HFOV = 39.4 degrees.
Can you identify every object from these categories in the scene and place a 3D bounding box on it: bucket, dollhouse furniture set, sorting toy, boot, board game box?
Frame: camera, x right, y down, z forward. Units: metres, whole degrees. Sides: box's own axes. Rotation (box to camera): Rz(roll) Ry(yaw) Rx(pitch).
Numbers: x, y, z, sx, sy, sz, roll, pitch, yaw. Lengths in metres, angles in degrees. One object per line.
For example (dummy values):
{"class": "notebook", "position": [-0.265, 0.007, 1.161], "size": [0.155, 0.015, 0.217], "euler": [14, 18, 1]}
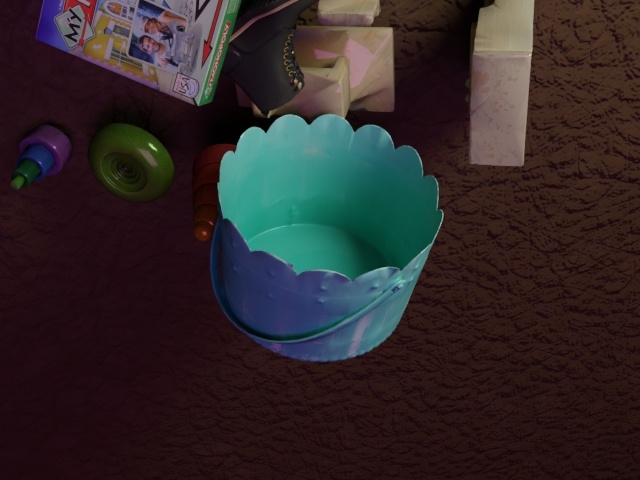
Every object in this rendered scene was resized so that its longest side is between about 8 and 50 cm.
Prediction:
{"class": "bucket", "position": [0.000, 0.000, 1.088], "size": [0.281, 0.281, 0.183], "euler": [-1, 135, -10]}
{"class": "dollhouse furniture set", "position": [0.082, -0.245, 1.205], "size": [0.394, 0.256, 0.362], "euler": [4, 128, 12]}
{"class": "sorting toy", "position": [-0.254, -0.069, 1.201], "size": [0.365, 0.126, 0.127], "euler": [12, 132, 10]}
{"class": "boot", "position": [-0.036, -0.234, 1.043], "size": [0.198, 0.077, 0.137], "euler": [-19, 129, 36]}
{"class": "board game box", "position": [-0.175, -0.332, 0.966], "size": [0.213, 0.046, 0.317], "euler": [23, 112, 8]}
